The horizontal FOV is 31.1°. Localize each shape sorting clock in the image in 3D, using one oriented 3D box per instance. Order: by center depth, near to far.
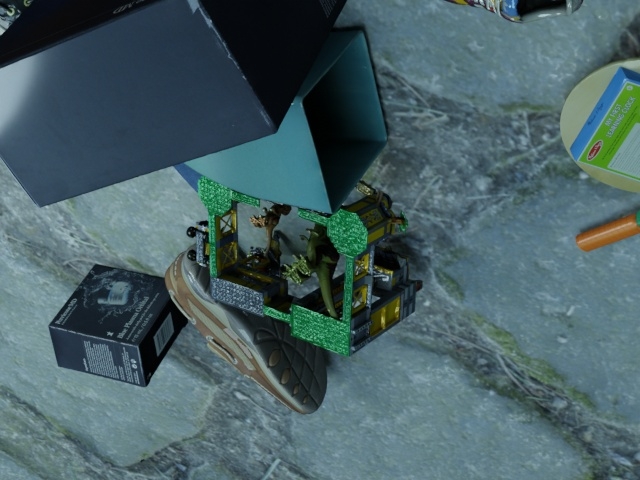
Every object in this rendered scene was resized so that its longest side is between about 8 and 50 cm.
[{"bbox_3d":[0.383,-0.132,1.336,0.206,0.040,0.206,9,140,7],"label":"shape sorting clock"}]

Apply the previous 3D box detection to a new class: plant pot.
[{"bbox_3d":[-0.066,-0.157,1.446,0.234,0.166,0.166,8,132,30],"label":"plant pot"}]

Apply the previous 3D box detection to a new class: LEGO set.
[{"bbox_3d":[0.000,0.000,1.565,0.331,0.192,0.255,9,114,36],"label":"LEGO set"}]

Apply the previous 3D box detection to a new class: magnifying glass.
[{"bbox_3d":[0.414,-0.032,1.408,0.092,0.026,0.231,25,145,-34],"label":"magnifying glass"}]

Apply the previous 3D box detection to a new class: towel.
[{"bbox_3d":[-0.185,-0.125,1.611,0.067,0.029,0.119,-22,116,37],"label":"towel"}]

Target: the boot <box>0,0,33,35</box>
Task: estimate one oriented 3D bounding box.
[{"bbox_3d":[-0.380,-0.353,1.468,0.236,0.085,0.178,35,131,-9],"label":"boot"}]

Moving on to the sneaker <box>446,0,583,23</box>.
[{"bbox_3d":[0.197,-0.280,1.264,0.185,0.084,0.070,4,130,21],"label":"sneaker"}]

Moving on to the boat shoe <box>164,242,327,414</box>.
[{"bbox_3d":[-0.112,0.136,1.754,0.116,0.123,0.324,-22,110,45],"label":"boat shoe"}]

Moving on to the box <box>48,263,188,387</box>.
[{"bbox_3d":[-0.315,0.131,1.803,0.158,0.156,0.093,10,131,17],"label":"box"}]

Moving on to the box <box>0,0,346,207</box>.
[{"bbox_3d":[-0.183,-0.230,1.311,0.343,0.313,0.179,-14,122,30],"label":"box"}]
